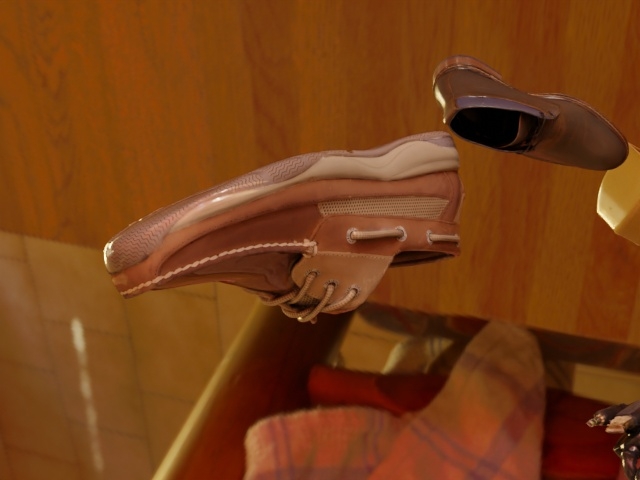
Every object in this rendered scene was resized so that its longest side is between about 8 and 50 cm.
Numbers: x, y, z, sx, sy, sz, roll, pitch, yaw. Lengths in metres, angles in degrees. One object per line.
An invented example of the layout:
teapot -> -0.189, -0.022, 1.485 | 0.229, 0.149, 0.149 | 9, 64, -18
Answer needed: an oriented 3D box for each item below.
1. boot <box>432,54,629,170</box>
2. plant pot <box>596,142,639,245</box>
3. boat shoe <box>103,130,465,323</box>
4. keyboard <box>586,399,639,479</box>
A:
boot -> 0.211, -0.104, 0.970 | 0.219, 0.106, 0.082 | 21, 122, -5
plant pot -> 0.351, -0.043, 1.056 | 0.082, 0.081, 0.083 | 24, 113, -29
boat shoe -> 0.000, 0.000, 0.706 | 0.123, 0.324, 0.116 | -17, 89, 51
keyboard -> 0.237, 0.080, 0.416 | 0.202, 0.317, 0.033 | 16, 114, 27
